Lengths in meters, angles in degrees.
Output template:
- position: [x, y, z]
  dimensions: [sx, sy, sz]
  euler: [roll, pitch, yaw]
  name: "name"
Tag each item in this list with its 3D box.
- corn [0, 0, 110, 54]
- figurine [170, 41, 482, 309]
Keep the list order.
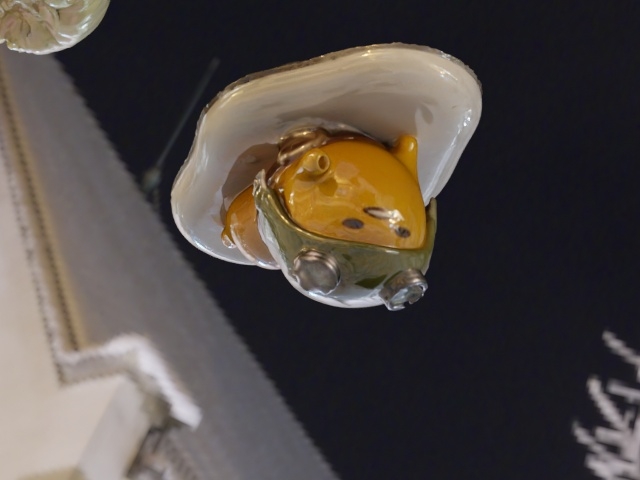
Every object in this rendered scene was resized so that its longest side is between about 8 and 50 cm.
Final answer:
- position: [-0.198, -0.277, 1.281]
  dimensions: [0.123, 0.305, 0.122]
  euler: [10, -29, -20]
  name: "corn"
- position: [0.000, 0.000, 1.091]
  dimensions: [0.166, 0.141, 0.250]
  euler: [14, -34, -25]
  name: "figurine"
